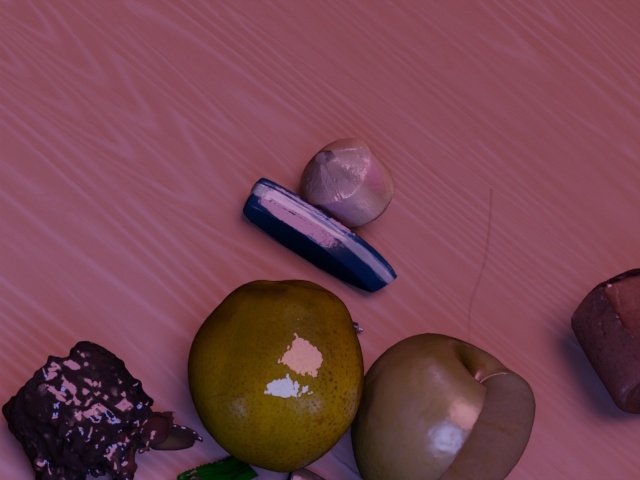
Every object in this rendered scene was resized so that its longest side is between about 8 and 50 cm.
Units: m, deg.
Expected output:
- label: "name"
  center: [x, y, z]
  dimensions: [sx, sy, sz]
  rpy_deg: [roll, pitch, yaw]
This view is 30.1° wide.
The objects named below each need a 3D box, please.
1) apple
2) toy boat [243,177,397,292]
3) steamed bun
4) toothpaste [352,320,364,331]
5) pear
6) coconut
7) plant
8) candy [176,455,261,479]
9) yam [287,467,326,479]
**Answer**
- label: "apple"
  center: [0.171, 0.280, 1.859]
  dimensions: [0.233, 0.258, 0.295]
  rpy_deg: [44, 24, 30]
- label: "toy boat"
  center: [0.000, 0.000, 2.075]
  dimensions: [0.299, 0.096, 0.062]
  rpy_deg: [33, 62, -5]
- label: "steamed bun"
  center: [0.599, 0.194, 2.170]
  dimensions: [0.301, 0.199, 0.251]
  rpy_deg: [-2, 43, -36]
- label: "toothpaste"
  center: [0.035, 0.141, 2.046]
  dimensions: [0.083, 0.019, 0.027]
  rpy_deg: [18, 71, -9]
- label: "pear"
  center: [-0.067, 0.204, 1.800]
  dimensions: [0.294, 0.294, 0.294]
  rpy_deg: [12, 56, -18]
- label: "coconut"
  center: [0.045, -0.108, 2.118]
  dimensions: [0.152, 0.147, 0.147]
  rpy_deg: [38, 41, -45]
- label: "plant"
  center: [-0.328, 0.270, 1.701]
  dimensions: [0.234, 0.178, 0.204]
  rpy_deg: [51, 41, -1]
- label: "candy"
  center: [-0.124, 0.417, 1.761]
  dimensions: [0.141, 0.078, 0.203]
  rpy_deg: [-22, 76, -33]
- label: "yam"
  center: [0.005, 0.397, 1.846]
  dimensions: [0.132, 0.054, 0.054]
  rpy_deg: [28, 52, -6]
